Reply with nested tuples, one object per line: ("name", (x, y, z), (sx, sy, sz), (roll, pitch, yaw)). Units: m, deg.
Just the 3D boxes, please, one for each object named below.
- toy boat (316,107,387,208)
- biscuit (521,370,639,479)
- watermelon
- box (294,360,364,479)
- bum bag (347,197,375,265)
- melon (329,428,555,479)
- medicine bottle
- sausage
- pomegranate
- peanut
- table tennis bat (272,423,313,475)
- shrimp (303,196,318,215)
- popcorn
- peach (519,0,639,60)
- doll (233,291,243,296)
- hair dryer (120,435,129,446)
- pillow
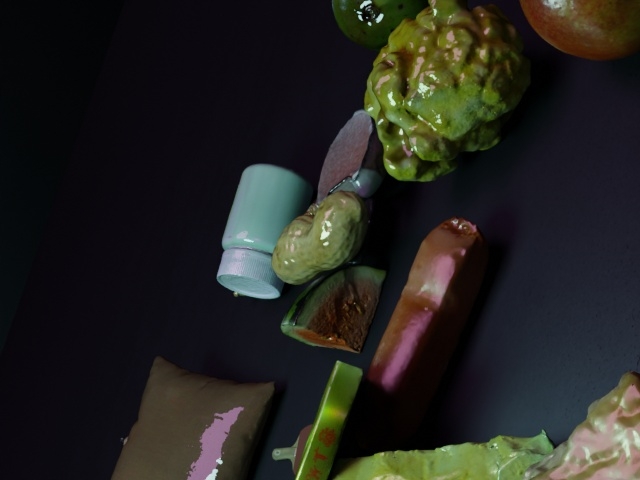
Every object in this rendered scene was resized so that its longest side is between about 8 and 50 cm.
("toy boat", (0.072, -0.125, 1.834), (0.155, 0.085, 0.227), (-42, 25, 39))
("biscuit", (0.287, 0.284, 1.125), (0.274, 0.091, 0.213), (-42, 48, 18))
("watermelon", (0.002, 0.107, 1.730), (0.193, 0.145, 0.137), (-50, 35, 25))
("box", (0.013, 0.261, 1.524), (0.311, 0.043, 0.173), (83, -153, -81))
("bum bag", (0.031, -0.002, 1.857), (0.248, 0.060, 0.123), (-4, 58, 62))
("melon", (0.146, 0.316, 1.314), (0.323, 0.124, 0.196), (-17, 34, 27))
("medicine bottle", (-0.103, -0.018, 2.016), (0.139, 0.139, 0.225), (-16, 54, 55))
("sausage", (0.142, 0.133, 1.522), (0.097, 0.094, 0.348), (19, 83, 49))
("pomegranate", (0.117, -0.441, 1.973), (0.187, 0.187, 0.225), (-48, 4, 29))
("peanut", (0.000, 0.000, 1.741), (0.229, 0.103, 0.098), (-32, 8, 48))
("table tennis bat", (-0.029, 0.335, 1.738), (0.156, 0.013, 0.087), (-20, 53, 51))
("shrimp", (0.005, -0.071, 1.953), (0.161, 0.034, 0.091), (-43, 5, 3))
("popcorn", (0.181, -0.229, 1.609), (0.241, 0.235, 0.250), (69, 152, 24))
("peach", (0.358, -0.346, 1.399), (0.231, 0.231, 0.231), (-40, 36, 38))
("doll", (-0.145, 0.075, 2.108), (0.061, 0.051, 0.093), (-66, 26, 12))
("hair dryer", (-0.318, 0.409, 2.074), (0.182, 0.064, 0.117), (14, 81, 41))
("pillow", (-0.233, 0.368, 1.918), (0.308, 0.108, 0.305), (6, 72, 40))
